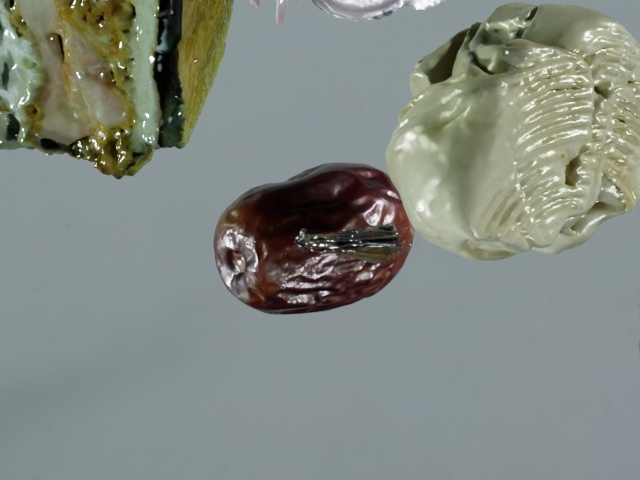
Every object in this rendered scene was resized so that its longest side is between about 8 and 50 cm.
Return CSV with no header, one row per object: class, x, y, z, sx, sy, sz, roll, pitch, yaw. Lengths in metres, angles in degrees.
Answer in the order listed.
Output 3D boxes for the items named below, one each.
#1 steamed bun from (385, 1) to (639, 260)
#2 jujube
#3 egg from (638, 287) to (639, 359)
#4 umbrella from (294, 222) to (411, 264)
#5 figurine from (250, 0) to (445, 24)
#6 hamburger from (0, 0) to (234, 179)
steamed bun,0.196,-0.110,1.696,0.276,0.203,0.289,35,80,-37
jujube,0.000,0.000,1.919,0.183,0.243,0.183,28,127,44
egg,0.383,0.076,1.353,0.232,0.176,0.176,6,103,9
umbrella,0.021,0.002,1.031,0.083,0.031,0.020,-2,64,-30
figurine,0.021,-0.289,1.342,0.206,0.315,0.284,-10,129,-5
hamburger,-0.146,-0.181,1.096,0.168,0.192,0.288,10,128,7
